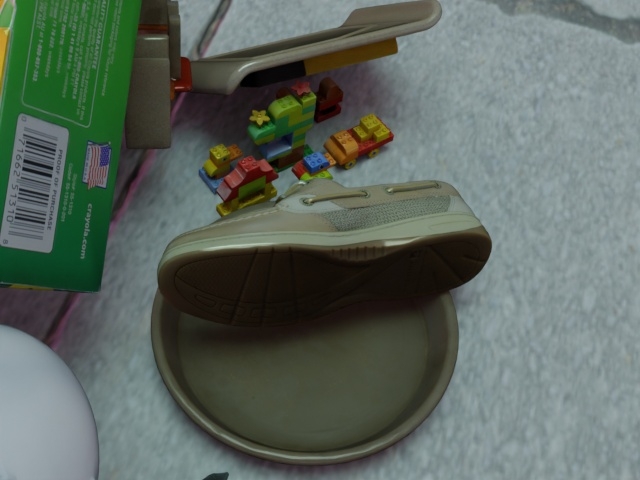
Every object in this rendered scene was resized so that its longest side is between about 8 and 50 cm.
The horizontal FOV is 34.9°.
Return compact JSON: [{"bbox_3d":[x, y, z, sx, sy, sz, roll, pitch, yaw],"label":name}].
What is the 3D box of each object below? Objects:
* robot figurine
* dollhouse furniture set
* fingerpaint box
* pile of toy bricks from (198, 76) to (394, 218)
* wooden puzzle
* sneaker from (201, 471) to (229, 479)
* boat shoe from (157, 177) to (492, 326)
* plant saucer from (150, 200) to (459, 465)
[{"bbox_3d":[-0.303,0.149,0.706,0.353,0.300,0.200,3,91,25],"label":"robot figurine"},{"bbox_3d":[-0.259,-0.168,1.019,0.259,0.135,0.262,-1,32,-8],"label":"dollhouse furniture set"},{"bbox_3d":[-0.340,-0.197,0.829,0.371,0.163,0.445,5,86,23],"label":"fingerpaint box"},{"bbox_3d":[-0.030,-0.113,1.026,0.212,0.105,0.118,-27,61,-24],"label":"pile of toy bricks"},{"bbox_3d":[-0.020,-0.193,1.060,0.238,0.044,0.221,-22,16,-18],"label":"wooden puzzle"},{"bbox_3d":[-0.092,0.267,0.774,0.089,0.051,0.170,-14,53,-10],"label":"sneaker"},{"bbox_3d":[0.000,0.000,0.902,0.302,0.109,0.098,-7,49,-18],"label":"boat shoe"},{"bbox_3d":[-0.014,0.081,0.927,0.277,0.041,0.278,3,54,-4],"label":"plant saucer"}]
